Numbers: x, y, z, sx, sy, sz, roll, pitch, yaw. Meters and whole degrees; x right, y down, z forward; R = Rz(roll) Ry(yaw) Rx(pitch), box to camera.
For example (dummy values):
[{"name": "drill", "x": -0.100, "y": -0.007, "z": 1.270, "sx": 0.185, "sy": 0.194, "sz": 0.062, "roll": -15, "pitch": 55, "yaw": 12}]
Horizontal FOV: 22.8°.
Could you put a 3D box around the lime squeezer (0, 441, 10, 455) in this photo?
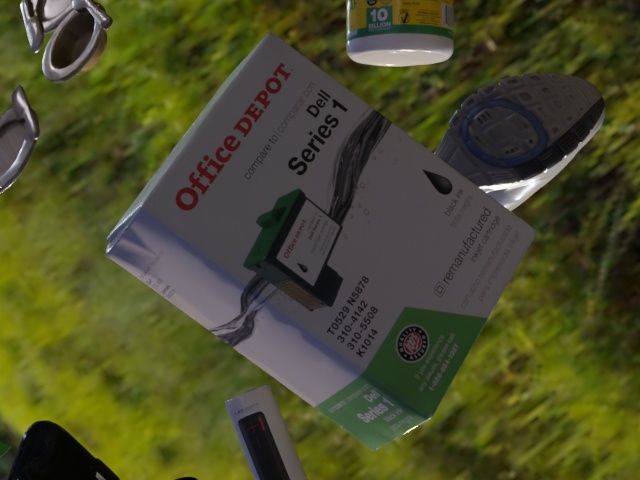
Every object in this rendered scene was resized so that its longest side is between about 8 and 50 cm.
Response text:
[{"name": "lime squeezer", "x": -0.376, "y": 0.298, "z": 1.408, "sx": 0.059, "sy": 0.310, "sz": 0.110, "roll": -19, "pitch": 134, "yaw": 36}]

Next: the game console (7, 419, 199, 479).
[{"name": "game console", "x": -0.165, "y": 0.280, "z": 1.435, "sx": 0.361, "sy": 0.044, "sz": 0.213, "roll": 54, "pitch": -151, "yaw": -40}]

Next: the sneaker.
[{"name": "sneaker", "x": 0.160, "y": -0.064, "z": 1.603, "sx": 0.111, "sy": 0.297, "sz": 0.129, "roll": 62, "pitch": -164, "yaw": 22}]

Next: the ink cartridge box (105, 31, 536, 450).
[{"name": "ink cartridge box", "x": 0.000, "y": 0.000, "z": 1.002, "sx": 0.219, "sy": 0.160, "sz": 0.092, "roll": 36, "pitch": 152, "yaw": -7}]

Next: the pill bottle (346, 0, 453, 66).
[{"name": "pill bottle", "x": 0.085, "y": -0.300, "z": 1.717, "sx": 0.117, "sy": 0.117, "sz": 0.208, "roll": 168, "pitch": 102, "yaw": -77}]

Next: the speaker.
[{"name": "speaker", "x": -0.056, "y": 0.227, "z": 1.723, "sx": 0.055, "sy": 0.055, "sz": 0.136, "roll": 125, "pitch": 124, "yaw": -77}]

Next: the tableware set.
[{"name": "tableware set", "x": -0.184, "y": -0.109, "z": 0.991, "sx": 0.020, "sy": 0.169, "sz": 0.141, "roll": 33, "pitch": -168, "yaw": -38}]
